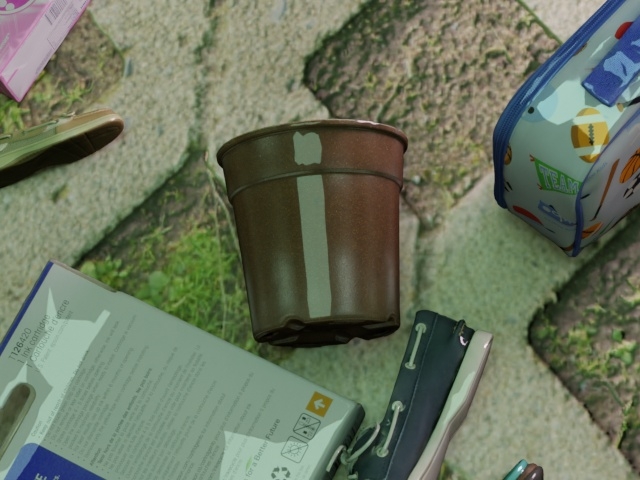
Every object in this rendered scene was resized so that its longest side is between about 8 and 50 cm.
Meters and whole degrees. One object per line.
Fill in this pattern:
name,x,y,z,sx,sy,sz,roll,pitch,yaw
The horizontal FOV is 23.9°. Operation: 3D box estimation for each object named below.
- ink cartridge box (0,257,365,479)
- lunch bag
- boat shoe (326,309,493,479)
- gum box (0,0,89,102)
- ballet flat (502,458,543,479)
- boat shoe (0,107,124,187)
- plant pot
ink cartridge box,-0.166,0.211,1.277,0.307,0.072,0.304,24,76,19
lunch bag,0.268,-0.139,1.242,0.115,0.243,0.303,40,81,19
boat shoe,0.061,0.172,1.238,0.079,0.095,0.254,22,73,14
gum box,-0.291,-0.243,1.466,0.107,0.062,0.188,28,76,17
ballet flat,0.101,0.302,1.192,0.096,0.095,0.280,43,92,11
boat shoe,-0.259,-0.095,1.411,0.153,0.056,0.048,-22,72,8
plant pot,0.000,0.000,1.284,0.167,0.167,0.165,-7,76,6
